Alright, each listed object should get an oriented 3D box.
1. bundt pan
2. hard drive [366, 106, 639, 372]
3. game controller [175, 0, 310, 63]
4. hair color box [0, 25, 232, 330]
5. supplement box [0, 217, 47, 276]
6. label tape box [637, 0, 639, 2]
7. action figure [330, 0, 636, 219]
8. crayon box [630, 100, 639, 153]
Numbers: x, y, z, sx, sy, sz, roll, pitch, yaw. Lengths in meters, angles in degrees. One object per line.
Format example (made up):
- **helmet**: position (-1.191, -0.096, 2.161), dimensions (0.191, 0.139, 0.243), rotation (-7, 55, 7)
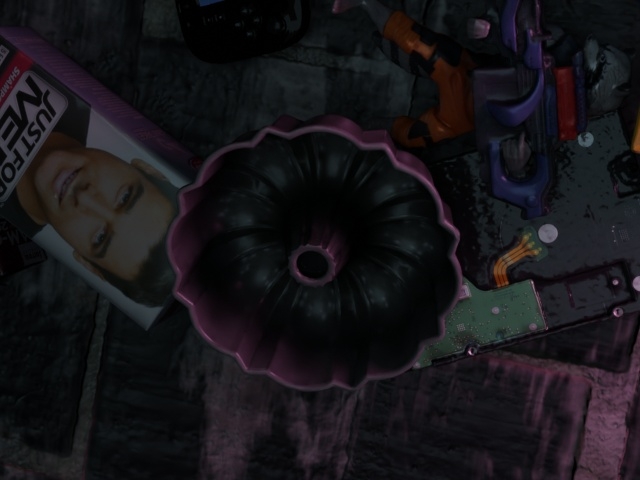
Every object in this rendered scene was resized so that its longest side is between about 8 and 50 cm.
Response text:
- **bundt pan**: position (0.000, 0.000, 1.525), dimensions (0.330, 0.124, 0.331), rotation (4, 118, 8)
- **hard drive**: position (0.219, 0.002, 1.597), dimensions (0.339, 0.064, 0.237), rotation (-18, 93, 15)
- **game controller**: position (-0.113, -0.375, 1.621), dimensions (0.166, 0.067, 0.319), rotation (-10, 95, 15)
- **hair color box**: position (-0.290, -0.082, 1.682), dimensions (0.374, 0.113, 0.185), rotation (37, 104, 5)
- **supplement box**: position (-0.487, 0.044, 1.739), dimensions (0.239, 0.130, 0.073), rotation (-21, 92, 15)
- **label tape box**: position (0.278, -0.374, 1.391), dimensions (0.106, 0.240, 0.334), rotation (-3, 80, 12)
- **action figure**: position (0.182, -0.214, 1.487), dimensions (0.330, 0.178, 0.341), rotation (10, 116, 20)
- **crayon box**: position (0.384, -0.191, 1.412), dimensions (0.081, 0.202, 0.319), rotation (11, 96, 14)
